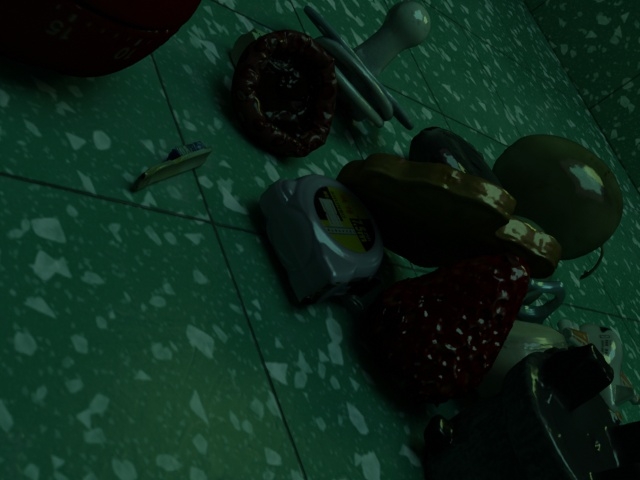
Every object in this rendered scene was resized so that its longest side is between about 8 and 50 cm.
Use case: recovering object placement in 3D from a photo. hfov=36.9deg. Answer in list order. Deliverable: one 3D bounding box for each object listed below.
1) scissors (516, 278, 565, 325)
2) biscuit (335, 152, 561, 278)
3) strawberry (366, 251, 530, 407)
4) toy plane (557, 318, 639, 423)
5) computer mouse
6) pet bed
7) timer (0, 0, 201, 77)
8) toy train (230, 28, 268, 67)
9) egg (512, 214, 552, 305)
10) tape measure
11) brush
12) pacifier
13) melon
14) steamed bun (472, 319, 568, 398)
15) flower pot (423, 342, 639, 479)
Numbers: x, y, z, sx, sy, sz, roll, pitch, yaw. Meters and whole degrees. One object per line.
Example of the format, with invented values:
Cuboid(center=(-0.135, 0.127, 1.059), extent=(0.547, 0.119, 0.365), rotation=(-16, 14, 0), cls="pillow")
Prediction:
Cuboid(center=(0.373, 0.161, 1.731), extent=(0.360, 0.191, 0.029), rotation=(45, 28, -54), cls="scissors")
Cuboid(center=(0.174, -0.026, 1.431), extent=(0.312, 0.351, 0.057), rotation=(48, 60, -55), cls="biscuit")
Cuboid(center=(0.191, 0.104, 1.361), extent=(0.205, 0.244, 0.205), rotation=(40, 20, -18), cls="strawberry")
Cuboid(center=(0.560, 0.253, 1.919), extent=(0.245, 0.117, 0.244), rotation=(36, 32, -27), cls="toy plane")
Cuboid(center=(0.260, -0.117, 1.880), extent=(0.374, 0.114, 0.203), rotation=(15, 43, -62), cls="computer mouse")
Cuboid(center=(-0.052, -0.228, 1.483), extent=(0.201, 0.053, 0.201), rotation=(-3, 95, -39), cls="pet bed")
Cuboid(center=(-0.302, -0.385, 1.122), extent=(0.378, 0.279, 0.378), rotation=(37, 30, -25), cls="timer")
Cuboid(center=(-0.057, -0.276, 1.602), extent=(0.194, 0.081, 0.125), rotation=(13, 43, -50), cls="toy train")
Cuboid(center=(0.340, 0.041, 1.756), extent=(0.169, 0.169, 0.236), rotation=(53, 33, -1), cls="egg")
Cuboid(center=(0.003, 0.002, 1.353), extent=(0.178, 0.105, 0.196), rotation=(6, 51, -47), cls="tape measure")
Cuboid(center=(-0.191, -0.100, 1.229), extent=(0.030, 0.033, 0.178), rotation=(48, 27, 3), cls="brush")
Cuboid(center=(0.107, -0.346, 1.759), extent=(0.299, 0.233, 0.244), rotation=(46, 1, -14), cls="pacifier")
Cuboid(center=(0.518, -0.092, 2.107), extent=(0.308, 0.271, 0.271), rotation=(23, 34, -8), cls="melon")
Cuboid(center=(0.304, 0.197, 1.540), extent=(0.228, 0.177, 0.130), rotation=(-9, 108, -74), cls="steamed bun")
Cuboid(center=(0.317, 0.286, 1.314), extent=(0.299, 0.283, 0.299), rotation=(37, 33, -28), cls="flower pot")
